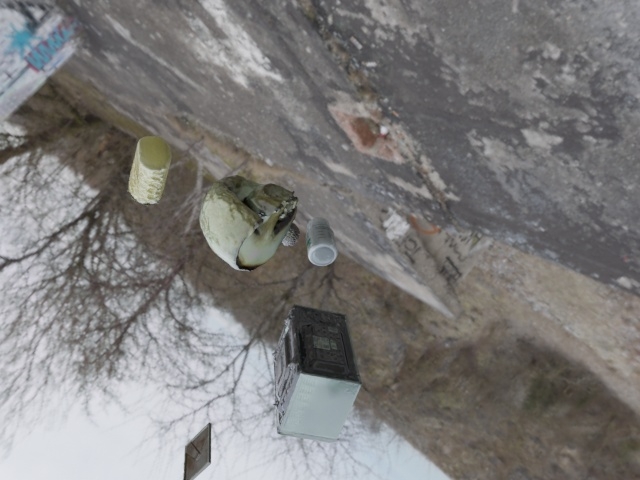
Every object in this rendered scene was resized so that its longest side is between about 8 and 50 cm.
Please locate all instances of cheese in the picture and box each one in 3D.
[{"bbox_3d":[-0.454,-0.185,1.548,0.094,0.123,0.167,11,146,-18],"label":"cheese"}]

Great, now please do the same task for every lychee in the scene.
[{"bbox_3d":[-0.091,-0.019,1.635,0.067,0.068,0.083,20,154,-17],"label":"lychee"}]

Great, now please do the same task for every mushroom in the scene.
[{"bbox_3d":[-0.175,-0.046,1.304,0.164,0.189,0.267,33,-151,10],"label":"mushroom"}]

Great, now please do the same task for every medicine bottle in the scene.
[{"bbox_3d":[0.000,0.000,1.591,0.080,0.080,0.130,47,-160,-34],"label":"medicine bottle"}]

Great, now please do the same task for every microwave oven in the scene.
[{"bbox_3d":[-0.027,0.343,1.549,0.181,0.237,0.295,13,-154,-12],"label":"microwave oven"}]

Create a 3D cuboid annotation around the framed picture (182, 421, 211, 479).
[{"bbox_3d":[-0.333,0.577,1.573,0.011,0.109,0.149,40,-167,-24],"label":"framed picture"}]
